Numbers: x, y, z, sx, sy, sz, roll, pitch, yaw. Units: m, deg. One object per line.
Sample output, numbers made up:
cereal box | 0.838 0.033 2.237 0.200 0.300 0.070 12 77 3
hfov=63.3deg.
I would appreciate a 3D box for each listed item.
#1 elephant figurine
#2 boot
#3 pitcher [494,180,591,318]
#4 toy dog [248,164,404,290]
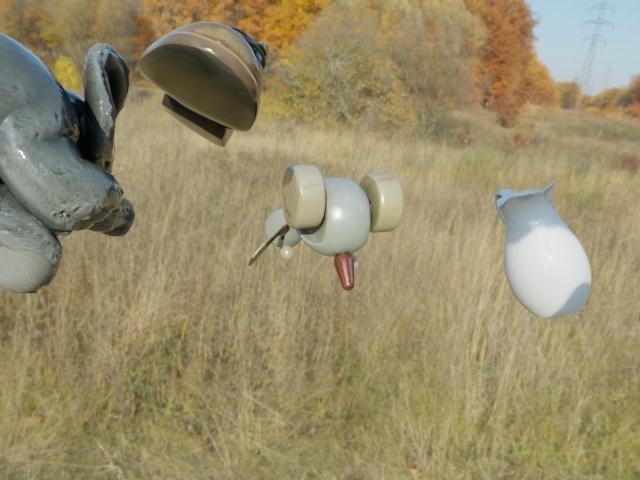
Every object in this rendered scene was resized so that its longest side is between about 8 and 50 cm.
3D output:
elephant figurine | -0.214 -0.075 0.392 0.169 0.186 0.239 34 18 -14
boot | -0.100 -0.174 0.517 0.112 0.115 0.305 33 -3 -15
pitcher | 0.353 0.011 0.861 0.125 0.207 0.178 -20 6 3
toy dog | 0.000 0.000 0.777 0.220 0.161 0.333 -1 -8 0
